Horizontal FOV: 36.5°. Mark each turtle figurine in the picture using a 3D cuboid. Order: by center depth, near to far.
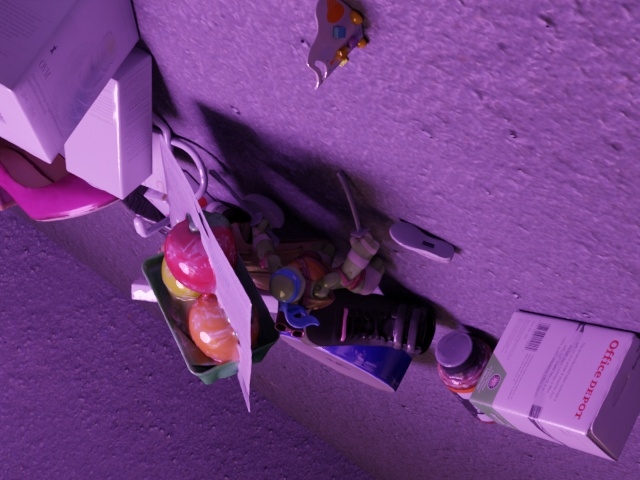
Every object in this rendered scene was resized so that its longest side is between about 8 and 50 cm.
[{"bbox_3d":[0.000,0.000,1.495,0.266,0.197,0.275,12,-122,-70],"label":"turtle figurine"}]

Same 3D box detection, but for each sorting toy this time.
[{"bbox_3d":[0.010,-0.196,0.999,0.044,0.075,0.083,26,163,20],"label":"sorting toy"}]

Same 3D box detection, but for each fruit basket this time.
[{"bbox_3d":[-0.163,0.055,1.502,0.327,0.165,0.353,59,155,29],"label":"fruit basket"}]

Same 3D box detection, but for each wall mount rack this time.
[{"bbox_3d":[-0.359,-0.177,1.650,0.350,0.130,0.304,21,127,31],"label":"wall mount rack"}]

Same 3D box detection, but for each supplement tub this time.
[{"bbox_3d":[0.272,0.237,1.703,0.106,0.106,0.198,16,157,43],"label":"supplement tub"}]

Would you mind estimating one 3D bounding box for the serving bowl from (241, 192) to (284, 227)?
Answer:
[{"bbox_3d":[-0.094,-0.056,1.663,0.083,0.027,0.083,29,164,9],"label":"serving bowl"}]

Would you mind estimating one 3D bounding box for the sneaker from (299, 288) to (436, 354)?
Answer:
[{"bbox_3d":[0.091,0.138,1.643,0.146,0.105,0.295,10,-176,37],"label":"sneaker"}]

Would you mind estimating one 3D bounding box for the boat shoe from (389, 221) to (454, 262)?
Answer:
[{"bbox_3d":[0.146,0.006,1.403,0.100,0.035,0.035,22,159,12],"label":"boat shoe"}]

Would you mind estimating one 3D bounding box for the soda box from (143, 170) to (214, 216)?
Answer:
[{"bbox_3d":[-0.237,-0.048,1.861,0.069,0.074,0.216,16,157,43],"label":"soda box"}]

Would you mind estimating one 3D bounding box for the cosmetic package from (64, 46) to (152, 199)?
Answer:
[{"bbox_3d":[-0.318,-0.186,1.449,0.117,0.085,0.231,28,139,16],"label":"cosmetic package"}]

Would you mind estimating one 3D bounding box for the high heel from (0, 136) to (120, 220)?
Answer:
[{"bbox_3d":[-0.474,-0.136,1.611,0.377,0.127,0.181,4,114,36],"label":"high heel"}]

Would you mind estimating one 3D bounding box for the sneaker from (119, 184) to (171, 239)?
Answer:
[{"bbox_3d":[-0.328,-0.050,1.996,0.227,0.087,0.130,29,159,-2],"label":"sneaker"}]

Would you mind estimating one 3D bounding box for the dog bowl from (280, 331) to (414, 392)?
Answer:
[{"bbox_3d":[0.054,0.202,1.943,0.264,0.104,0.265,25,168,6],"label":"dog bowl"}]

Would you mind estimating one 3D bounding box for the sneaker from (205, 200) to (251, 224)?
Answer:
[{"bbox_3d":[-0.146,-0.006,1.836,0.170,0.063,0.074,48,163,-31],"label":"sneaker"}]

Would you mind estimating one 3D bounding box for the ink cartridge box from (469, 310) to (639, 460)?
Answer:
[{"bbox_3d":[0.345,0.201,1.377,0.092,0.160,0.219,42,162,-32],"label":"ink cartridge box"}]

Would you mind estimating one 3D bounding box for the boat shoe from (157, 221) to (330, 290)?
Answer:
[{"bbox_3d":[-0.136,0.018,1.737,0.341,0.110,0.121,9,-168,21],"label":"boat shoe"}]

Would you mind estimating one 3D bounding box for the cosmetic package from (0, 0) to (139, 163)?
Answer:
[{"bbox_3d":[-0.352,-0.254,1.221,0.138,0.225,0.224,28,163,5],"label":"cosmetic package"}]

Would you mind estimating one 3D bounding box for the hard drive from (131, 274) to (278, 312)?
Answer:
[{"bbox_3d":[-0.169,0.084,1.812,0.307,0.040,0.203,5,-168,12],"label":"hard drive"}]
